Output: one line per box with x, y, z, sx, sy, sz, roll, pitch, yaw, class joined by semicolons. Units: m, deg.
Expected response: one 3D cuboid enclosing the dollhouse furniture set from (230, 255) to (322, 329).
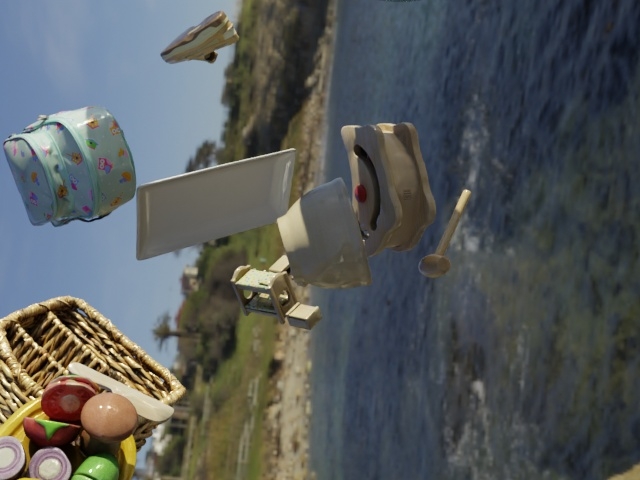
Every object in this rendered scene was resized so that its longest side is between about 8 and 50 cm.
-0.057;0.080;1.838;0.161;0.181;0.101;-44;-53;-37;dollhouse furniture set

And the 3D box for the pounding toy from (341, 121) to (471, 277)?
0.133;-0.062;1.439;0.154;0.154;0.270;-30;71;60;pounding toy

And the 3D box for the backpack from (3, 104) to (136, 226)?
-0.355;-0.105;1.297;0.144;0.188;0.166;-24;-80;-46;backpack

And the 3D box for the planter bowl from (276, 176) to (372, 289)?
0.000;0.000;1.297;0.162;0.109;0.162;165;90;-89;planter bowl

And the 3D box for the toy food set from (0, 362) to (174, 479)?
-0.227;0.181;0.816;0.218;0.128;0.071;-55;-4;-48;toy food set

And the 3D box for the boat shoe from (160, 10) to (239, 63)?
-0.219;-0.349;1.644;0.190;0.072;0.068;-11;40;49;boat shoe

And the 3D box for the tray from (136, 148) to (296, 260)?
-0.165;-0.063;1.406;0.030;0.270;0.145;47;142;38;tray

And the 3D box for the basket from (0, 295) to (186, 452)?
-0.416;0.233;1.492;0.223;0.299;0.213;-50;-18;-6;basket
